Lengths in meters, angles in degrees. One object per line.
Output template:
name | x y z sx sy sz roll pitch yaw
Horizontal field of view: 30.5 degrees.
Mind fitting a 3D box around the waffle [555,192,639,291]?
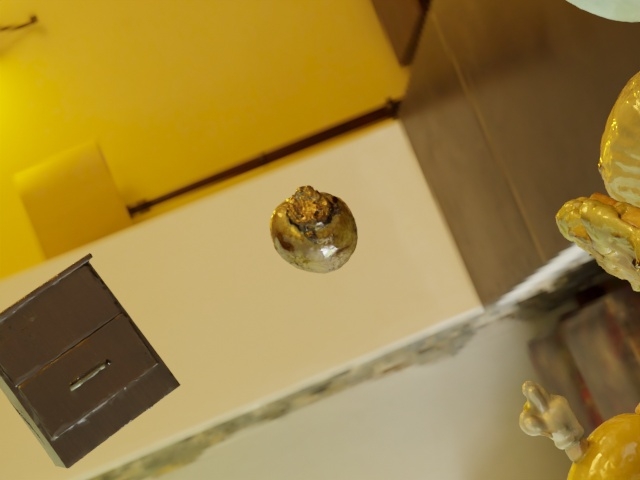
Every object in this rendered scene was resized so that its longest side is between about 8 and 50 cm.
waffle | 0.319 0.048 0.887 0.282 0.058 0.301 28 -178 -39

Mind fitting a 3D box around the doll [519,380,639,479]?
doll | 0.471 0.317 1.712 0.348 0.423 0.161 67 158 5

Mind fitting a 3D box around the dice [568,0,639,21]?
dice | 0.423 -0.480 1.596 0.265 0.262 0.268 32 165 9

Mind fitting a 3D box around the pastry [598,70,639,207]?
pastry | 0.697 -0.167 2.164 0.312 0.389 0.388 -111 0 -69

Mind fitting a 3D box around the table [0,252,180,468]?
table | -0.302 0.150 1.427 0.193 0.169 0.172 55 160 -3

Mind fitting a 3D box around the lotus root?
lotus root | 0.000 0.000 1.486 0.190 0.108 0.094 61 -139 -68
